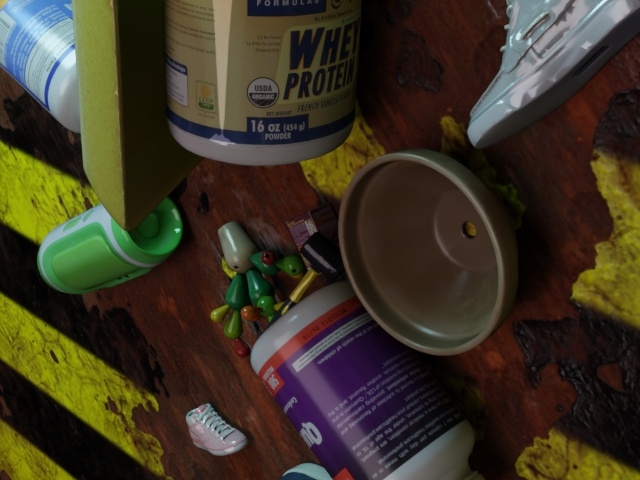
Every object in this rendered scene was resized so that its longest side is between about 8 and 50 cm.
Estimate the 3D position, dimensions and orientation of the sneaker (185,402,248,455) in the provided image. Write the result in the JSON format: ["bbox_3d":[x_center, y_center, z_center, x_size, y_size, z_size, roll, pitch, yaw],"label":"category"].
[{"bbox_3d":[-0.175,0.305,1.711,0.134,0.051,0.070,0,113,50],"label":"sneaker"}]

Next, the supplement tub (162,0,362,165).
[{"bbox_3d":[-0.067,-0.267,1.201,0.228,0.228,0.316,25,125,37],"label":"supplement tub"}]

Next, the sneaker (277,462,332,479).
[{"bbox_3d":[0.037,0.411,1.470,0.350,0.148,0.131,-3,105,46],"label":"sneaker"}]

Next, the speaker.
[{"bbox_3d":[-0.343,0.006,1.692,0.297,0.131,0.131,-19,94,48],"label":"speaker"}]

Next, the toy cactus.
[{"bbox_3d":[-0.104,0.060,1.502,0.180,0.112,0.219,62,148,19],"label":"toy cactus"}]

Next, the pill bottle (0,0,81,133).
[{"bbox_3d":[-0.348,-0.249,1.503,0.272,0.152,0.152,40,133,25],"label":"pill bottle"}]

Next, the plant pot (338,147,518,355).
[{"bbox_3d":[0.141,0.003,1.202,0.237,0.110,0.237,20,121,39],"label":"plant pot"}]

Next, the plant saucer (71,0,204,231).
[{"bbox_3d":[-0.212,-0.226,1.293,0.081,0.332,0.332,9,117,12],"label":"plant saucer"}]

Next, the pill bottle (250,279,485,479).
[{"bbox_3d":[0.067,0.220,1.325,0.323,0.181,0.181,53,137,15],"label":"pill bottle"}]

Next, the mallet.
[{"bbox_3d":[-0.024,0.078,1.375,0.062,0.039,0.189,34,118,12],"label":"mallet"}]

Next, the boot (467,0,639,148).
[{"bbox_3d":[0.219,-0.210,1.050,0.258,0.095,0.123,-43,70,38],"label":"boot"}]

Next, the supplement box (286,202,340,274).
[{"bbox_3d":[0.000,0.000,1.396,0.055,0.043,0.083,-24,91,48],"label":"supplement box"}]
